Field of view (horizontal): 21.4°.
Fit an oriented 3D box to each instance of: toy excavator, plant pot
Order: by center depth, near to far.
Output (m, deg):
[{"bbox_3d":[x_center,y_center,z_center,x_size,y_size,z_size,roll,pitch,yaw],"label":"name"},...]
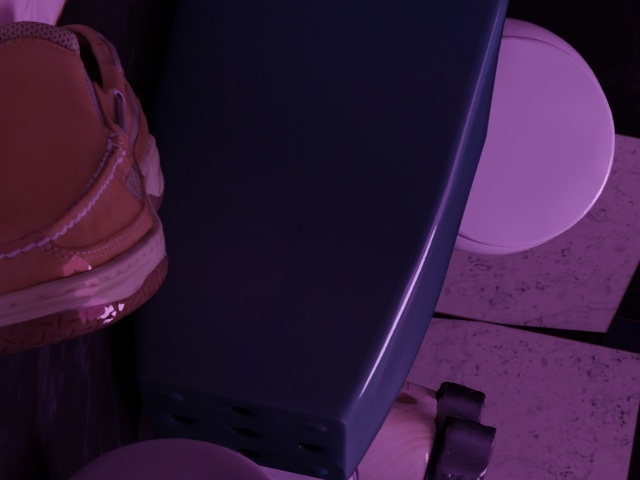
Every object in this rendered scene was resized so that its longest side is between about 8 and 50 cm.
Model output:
[{"bbox_3d":[-0.011,-0.007,0.879,0.165,0.165,0.234,88,15,-66],"label":"plant pot"},{"bbox_3d":[0.022,0.349,1.967,0.433,0.222,0.445,-71,180,-81],"label":"toy excavator"}]

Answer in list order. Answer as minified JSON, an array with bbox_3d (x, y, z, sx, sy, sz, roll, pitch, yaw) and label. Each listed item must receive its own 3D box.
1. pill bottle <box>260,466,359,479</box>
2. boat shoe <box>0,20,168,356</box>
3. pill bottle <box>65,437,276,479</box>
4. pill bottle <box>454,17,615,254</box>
[{"bbox_3d":[-0.026,0.190,1.295,0.193,0.108,0.108,42,53,-86],"label":"pill bottle"},{"bbox_3d":[-0.081,-0.025,0.472,0.190,0.068,0.072,-111,-168,-74],"label":"boat shoe"},{"bbox_3d":[-0.058,0.169,0.687,0.180,0.108,0.108,92,4,-53],"label":"pill bottle"},{"bbox_3d":[0.146,-0.097,1.533,0.363,0.210,0.210,-110,-155,-85],"label":"pill bottle"}]
